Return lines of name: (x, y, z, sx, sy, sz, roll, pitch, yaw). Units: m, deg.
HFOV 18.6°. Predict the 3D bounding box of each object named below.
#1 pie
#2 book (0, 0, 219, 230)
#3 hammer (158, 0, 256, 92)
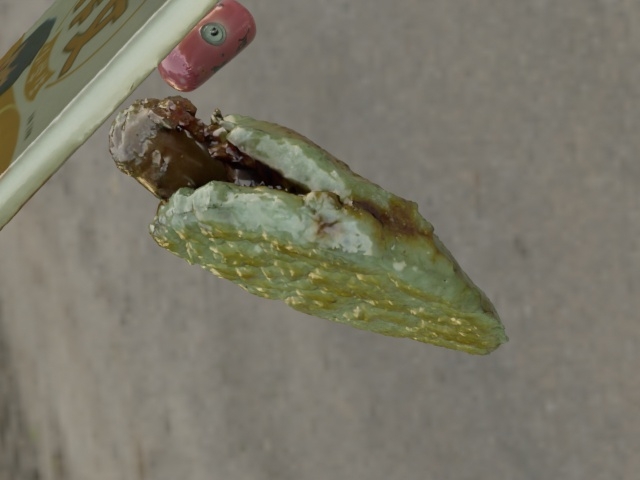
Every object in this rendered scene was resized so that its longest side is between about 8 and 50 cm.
pie: (0.008, 0.004, 1.290, 0.257, 0.274, 0.105, 24, 84, 27)
book: (-0.102, -0.101, 0.928, 0.295, 0.020, 0.208, -44, 21, 17)
hammer: (-0.082, -0.142, 1.424, 0.043, 0.083, 0.043, 33, 147, 25)
